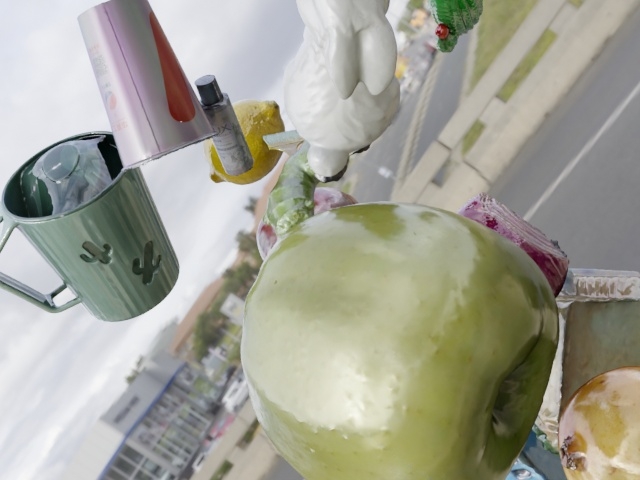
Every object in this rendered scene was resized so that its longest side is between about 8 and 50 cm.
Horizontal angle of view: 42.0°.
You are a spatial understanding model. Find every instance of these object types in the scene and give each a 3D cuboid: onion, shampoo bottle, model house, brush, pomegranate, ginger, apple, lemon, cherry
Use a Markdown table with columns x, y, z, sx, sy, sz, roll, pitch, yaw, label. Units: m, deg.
| x | y | z | sx | sy | sz | roll | pitch | yaw | label |
| --- | --- | --- | --- | --- | --- | --- | --- | --- | --- |
| 0.313 | 0.050 | 1.544 | 0.247 | 0.250 | 0.111 | -51 | -19 | -2 | onion |
| -0.196 | -0.231 | 1.673 | 0.072 | 0.072 | 0.214 | -57 | -39 | -38 | shampoo bottle |
| 0.549 | 0.255 | 1.789 | 0.400 | 0.445 | 0.396 | 11 | 100 | 63 | model house |
| -0.057 | -0.189 | 1.831 | 0.205 | 0.083 | 0.011 | -124 | 27 | -49 | brush |
| 0.423 | 0.505 | 1.958 | 0.303 | 0.237 | 0.216 | -31 | 18 | 43 | model house |
| 0.503 | 0.327 | 1.316 | 0.264 | 0.264 | 0.264 | -57 | 0 | 0 | pomegranate |
| -0.019 | -0.121 | 1.545 | 0.290 | 0.137 | 0.089 | -55 | -40 | -28 | ginger |
| 0.110 | 0.163 | 1.216 | 0.474 | 0.473 | 0.473 | -57 | 0 | 0 | apple |
| -0.178 | -0.233 | 1.978 | 0.244 | 0.186 | 0.187 | -53 | 1 | 9 | lemon |
| 0.000 | 0.000 | 1.845 | 0.236 | 0.285 | 0.213 | -66 | -35 | -52 | cherry |

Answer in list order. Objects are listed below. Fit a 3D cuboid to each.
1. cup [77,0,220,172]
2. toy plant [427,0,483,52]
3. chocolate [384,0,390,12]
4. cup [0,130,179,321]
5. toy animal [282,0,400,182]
| x | y | z | sx | sy | sz | roll | pitch | yaw | label |
| --- | --- | --- | --- | --- | --- | --- | --- | --- | --- |
| -0.327 | -0.293 | 1.536 | 0.202 | 0.289 | 0.203 | -21 | 9 | 4 | cup |
| 0.224 | -0.423 | 1.379 | 0.155 | 0.088 | 0.240 | -61 | -22 | -24 | toy plant |
| 0.084 | -0.562 | 1.935 | 0.147 | 0.221 | 0.221 | -45 | 10 | 52 | chocolate |
| -0.565 | -0.018 | 1.971 | 0.310 | 0.400 | 0.392 | -97 | -10 | -49 | cup |
| 0.033 | -0.275 | 1.276 | 0.357 | 0.193 | 0.258 | 85 | -177 | -68 | toy animal |
